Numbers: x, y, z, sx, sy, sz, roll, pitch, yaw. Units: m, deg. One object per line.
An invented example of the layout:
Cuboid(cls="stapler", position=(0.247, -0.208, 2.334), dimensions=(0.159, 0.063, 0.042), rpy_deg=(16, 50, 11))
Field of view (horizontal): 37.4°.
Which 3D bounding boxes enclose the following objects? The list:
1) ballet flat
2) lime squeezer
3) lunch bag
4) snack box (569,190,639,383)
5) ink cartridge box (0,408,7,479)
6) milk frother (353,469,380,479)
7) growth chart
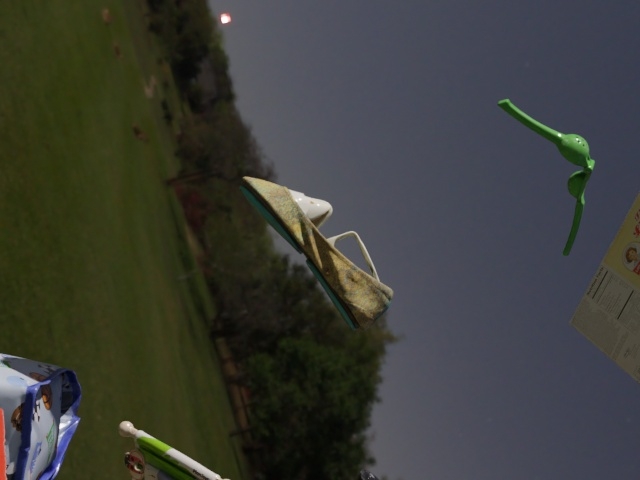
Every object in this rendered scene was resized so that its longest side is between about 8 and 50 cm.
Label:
Cuboid(cls="ballet flat", position=(0.000, 0.000, 1.670), dimensions=(0.348, 0.123, 0.123), rpy_deg=(51, -14, 12))
Cuboid(cls="lime squeezer", position=(0.404, -0.108, 1.572), dimensions=(0.310, 0.110, 0.059), rpy_deg=(61, 19, -23))
Cuboid(cls="lunch bag", position=(-0.586, 0.288, 1.552), dimensions=(0.385, 0.328, 0.238), rpy_deg=(-138, -122, -85))
Cuboid(cls="snack box", position=(0.487, 0.030, 1.302), dimensions=(0.187, 0.060, 0.321), rpy_deg=(50, -58, 54))
Cuboid(cls="ink cartridge box", position=(-0.249, 0.158, 0.465), dimensions=(0.232, 0.189, 0.066), rpy_deg=(-114, -152, -47))
Cuboid(cls="milk frother", position=(0.043, 0.435, 1.434), dimensions=(0.129, 0.135, 0.143), rpy_deg=(50, 10, 36))
Cuboid(cls="growth chart", position=(-0.146, 0.314, 0.930), dimensions=(0.172, 0.021, 0.237), rpy_deg=(15, -78, 32))
